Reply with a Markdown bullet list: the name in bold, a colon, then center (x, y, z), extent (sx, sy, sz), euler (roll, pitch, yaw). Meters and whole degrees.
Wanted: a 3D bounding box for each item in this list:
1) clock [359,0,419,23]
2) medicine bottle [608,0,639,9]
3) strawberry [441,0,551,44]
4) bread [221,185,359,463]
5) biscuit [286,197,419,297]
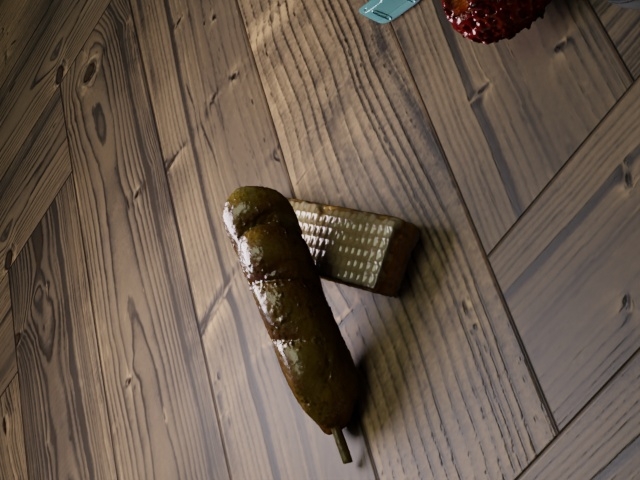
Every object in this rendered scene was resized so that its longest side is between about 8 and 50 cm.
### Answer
- **clock**: center (0.094, -0.350, 2.047), extent (0.108, 0.045, 0.147), euler (-30, 48, 47)
- **medicine bottle**: center (0.258, -0.306, 1.496), extent (0.157, 0.289, 0.157), euler (-37, 43, 44)
- **strawberry**: center (0.197, -0.271, 1.768), extent (0.145, 0.086, 0.145), euler (-29, 31, 19)
- **bread**: center (-0.022, 0.093, 1.885), extent (0.124, 0.084, 0.344), euler (67, 180, -74)
- **biscuit**: center (0.000, 0.000, 1.989), extent (0.379, 0.054, 0.094), euler (11, 84, 60)
